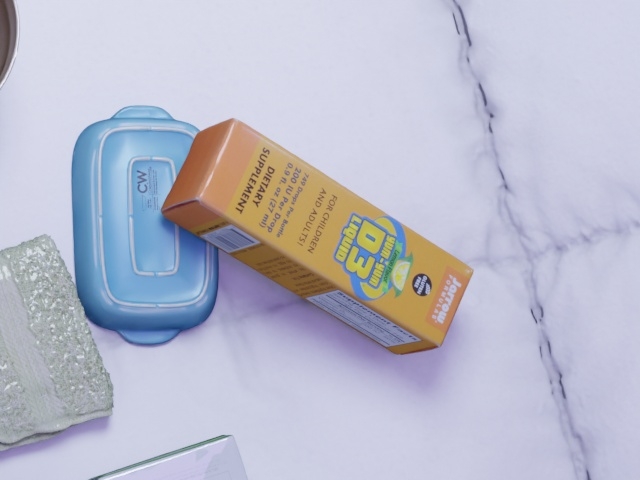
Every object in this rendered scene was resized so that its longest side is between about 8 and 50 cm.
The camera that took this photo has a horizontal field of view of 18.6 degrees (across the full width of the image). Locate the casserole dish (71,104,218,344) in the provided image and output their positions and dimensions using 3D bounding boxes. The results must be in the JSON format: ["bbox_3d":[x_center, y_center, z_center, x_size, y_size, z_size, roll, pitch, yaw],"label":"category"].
[{"bbox_3d":[-0.131,-0.016,1.498,0.114,0.037,0.188,0,79,-17],"label":"casserole dish"}]

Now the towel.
[{"bbox_3d":[-0.222,0.077,1.459,0.110,0.027,0.148,-19,86,-19],"label":"towel"}]

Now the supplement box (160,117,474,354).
[{"bbox_3d":[0.000,0.000,1.491,0.233,0.080,0.078,32,69,-22],"label":"supplement box"}]

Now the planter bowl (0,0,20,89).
[{"bbox_3d":[-0.307,-0.145,1.431,0.162,0.109,0.162,3,79,-15],"label":"planter bowl"}]

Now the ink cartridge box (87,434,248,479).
[{"bbox_3d":[-0.090,0.260,1.446,0.109,0.062,0.209,-16,85,-18],"label":"ink cartridge box"}]
